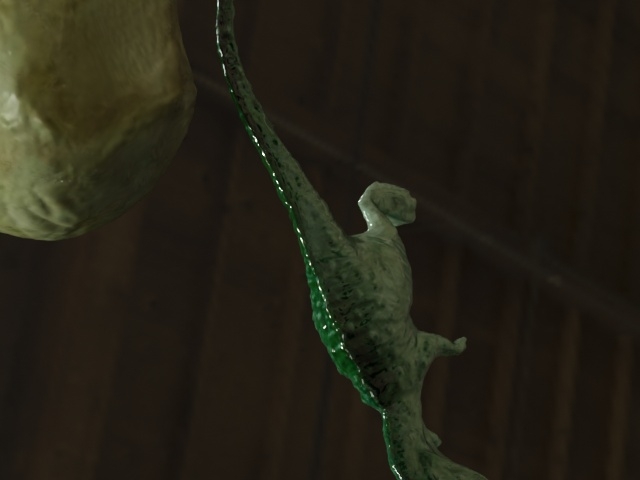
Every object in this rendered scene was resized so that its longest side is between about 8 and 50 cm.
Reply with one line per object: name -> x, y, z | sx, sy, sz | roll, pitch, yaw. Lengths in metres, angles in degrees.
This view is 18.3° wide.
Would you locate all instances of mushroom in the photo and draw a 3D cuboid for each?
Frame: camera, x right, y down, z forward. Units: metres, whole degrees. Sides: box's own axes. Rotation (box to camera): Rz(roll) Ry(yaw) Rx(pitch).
mushroom -> -0.188, -0.105, 1.397 | 0.164, 0.267, 0.189 | 42, -153, 17

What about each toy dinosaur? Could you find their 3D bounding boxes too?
toy dinosaur -> 0.017, -0.005, 1.172 | 0.383, 0.076, 0.129 | 62, -161, 8
